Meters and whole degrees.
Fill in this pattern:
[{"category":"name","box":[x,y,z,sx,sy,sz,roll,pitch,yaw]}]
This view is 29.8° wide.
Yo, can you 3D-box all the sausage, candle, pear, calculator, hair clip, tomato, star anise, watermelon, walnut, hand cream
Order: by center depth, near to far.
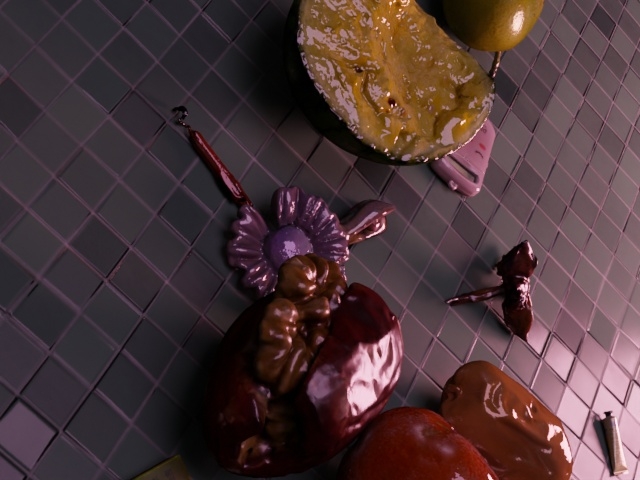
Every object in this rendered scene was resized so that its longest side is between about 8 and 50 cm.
[{"category":"walnut","box":[-0.021,0.146,1.428,0.221,0.244,0.269,10,28,11]},{"category":"tomato","box":[0.124,0.328,1.486,0.188,0.232,0.232,-37,97,-8]},{"category":"candle","box":[-0.145,-0.109,1.603,0.167,0.021,0.026,54,46,-7]},{"category":"hair clip","box":[0.006,-0.003,1.647,0.300,0.069,0.173,-25,87,-44]},{"category":"sausage","box":[0.261,0.271,1.699,0.241,0.120,0.136,43,37,-15]},{"category":"watermelon","box":[0.072,-0.242,1.739,0.331,0.189,0.331,7,73,-24]},{"category":"star anise","box":[0.261,0.075,1.845,0.140,0.144,0.158,62,23,-75]},{"category":"hand cream","box":[0.469,0.323,1.920,0.035,0.022,0.102,0,76,-40]},{"category":"calculator","box":[0.228,-0.147,1.928,0.100,0.032,0.175,36,51,-22]},{"category":"pear","box":[0.295,-0.383,2.019,0.180,0.166,0.216,-45,128,-54]}]

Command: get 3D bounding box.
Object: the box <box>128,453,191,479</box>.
[{"category":"box","box":[-0.208,0.333,1.337,0.193,0.030,0.121,-24,86,-43]}]
